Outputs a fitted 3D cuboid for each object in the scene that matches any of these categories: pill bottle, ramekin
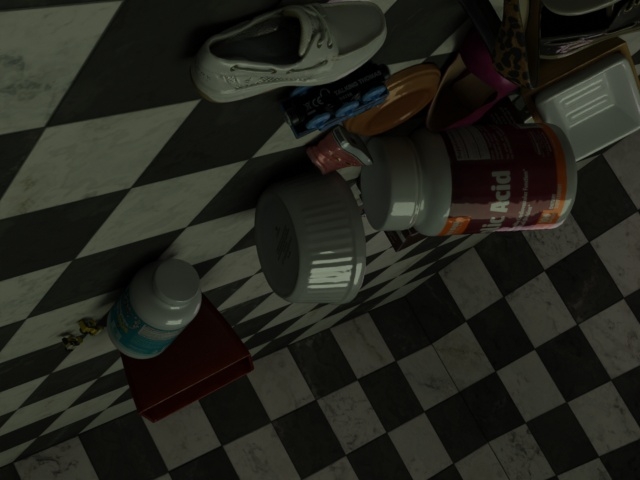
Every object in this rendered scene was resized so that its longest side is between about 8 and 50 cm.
[{"bbox_3d":[-0.331,0.132,2.076,0.146,0.146,0.264,-21,165,-36],"label":"pill bottle"},{"bbox_3d":[-0.030,-0.003,1.970,0.127,0.273,0.273,-9,161,-25],"label":"ramekin"},{"bbox_3d":[0.294,-0.122,2.074,0.392,0.224,0.224,-4,161,-15],"label":"pill bottle"}]

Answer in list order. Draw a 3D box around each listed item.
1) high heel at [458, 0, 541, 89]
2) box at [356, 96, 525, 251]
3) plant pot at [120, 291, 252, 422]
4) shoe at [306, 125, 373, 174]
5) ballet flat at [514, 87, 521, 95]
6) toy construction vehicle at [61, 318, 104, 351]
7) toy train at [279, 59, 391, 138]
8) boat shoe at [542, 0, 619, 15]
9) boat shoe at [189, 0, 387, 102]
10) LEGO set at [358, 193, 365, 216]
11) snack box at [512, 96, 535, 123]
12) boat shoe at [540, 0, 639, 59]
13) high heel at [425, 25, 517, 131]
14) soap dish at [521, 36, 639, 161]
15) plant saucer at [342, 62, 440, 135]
[{"bbox_3d":[0.322,-0.349,1.480,0.093,0.186,0.261,-21,166,-36],"label":"high heel"},{"bbox_3d":[0.294,-0.146,2.280,0.381,0.191,0.143,-25,168,-19],"label":"box"},{"bbox_3d":[-0.323,0.235,2.315,0.267,0.236,0.267,-27,168,-8],"label":"plant pot"},{"bbox_3d":[0.036,-0.162,1.922,0.081,0.063,0.178,-31,163,15],"label":"shoe"},{"bbox_3d":[0.470,-0.348,2.242,0.114,0.041,0.041,-26,168,-15],"label":"ballet flat"},{"bbox_3d":[-0.516,0.199,2.214,0.086,0.035,0.098,-42,169,7],"label":"toy construction vehicle"},{"bbox_3d":[0.024,-0.220,1.598,0.184,0.080,0.105,-28,174,-10],"label":"toy train"},{"bbox_3d":[0.498,-0.458,1.595,0.340,0.127,0.158,-32,175,15],"label":"boat shoe"},{"bbox_3d":[-0.027,-0.250,1.288,0.277,0.098,0.096,-23,168,-22],"label":"boat shoe"},{"bbox_3d":[0.065,-0.052,2.462,0.244,0.060,0.182,-34,168,40],"label":"LEGO set"},{"bbox_3d":[0.545,-0.338,2.389,0.187,0.060,0.322,-17,163,-46],"label":"snack box"},{"bbox_3d":[0.500,-0.401,1.713,0.355,0.132,0.130,-26,180,21],"label":"boat shoe"},{"bbox_3d":[0.257,-0.264,1.814,0.181,0.127,0.377,-42,170,7],"label":"high heel"},{"bbox_3d":[0.562,-0.306,2.189,0.229,0.118,0.291,-28,146,13],"label":"soap dish"},{"bbox_3d":[0.133,-0.246,1.846,0.200,0.037,0.200,-28,169,-6],"label":"plant saucer"}]
